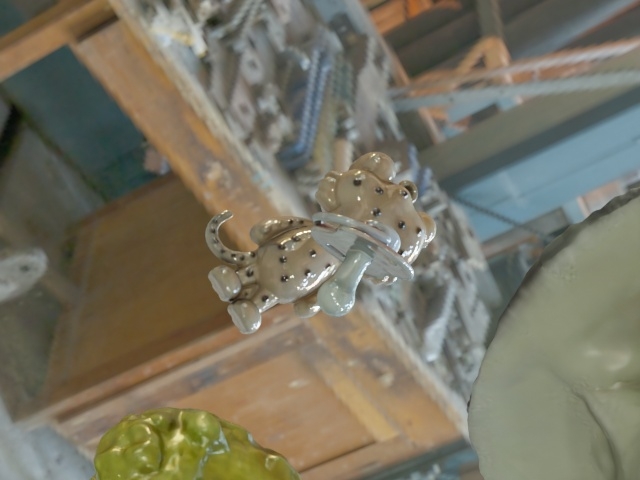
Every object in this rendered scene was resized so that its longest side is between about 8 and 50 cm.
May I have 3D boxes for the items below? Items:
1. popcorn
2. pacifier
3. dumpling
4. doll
[{"bbox_3d":[-0.098,0.225,0.968,0.197,0.156,0.198,20,41,-18],"label":"popcorn"},{"bbox_3d":[0.019,0.019,0.959,0.081,0.099,0.078,34,76,-23],"label":"pacifier"},{"bbox_3d":[0.136,0.056,0.388,0.172,0.247,0.142,45,37,1],"label":"dumpling"},{"bbox_3d":[0.000,0.002,1.494,0.154,0.278,0.119,67,-21,2],"label":"doll"}]
